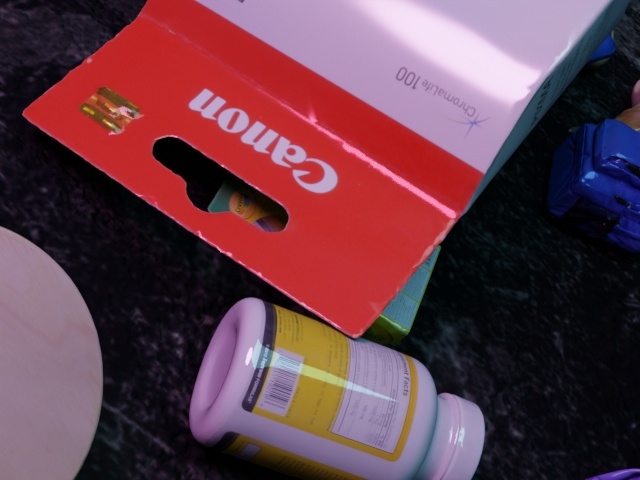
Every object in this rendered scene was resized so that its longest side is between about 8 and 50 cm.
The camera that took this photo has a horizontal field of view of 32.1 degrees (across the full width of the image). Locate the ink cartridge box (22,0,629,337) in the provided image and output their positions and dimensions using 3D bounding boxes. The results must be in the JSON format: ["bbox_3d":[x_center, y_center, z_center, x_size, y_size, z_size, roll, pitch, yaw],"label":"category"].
[{"bbox_3d":[0.017,-0.159,0.823,0.308,0.091,0.385,33,60,15],"label":"ink cartridge box"}]

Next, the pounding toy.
[{"bbox_3d":[-0.228,0.107,0.624,0.183,0.110,0.237,7,82,-41],"label":"pounding toy"}]

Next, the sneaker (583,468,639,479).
[{"bbox_3d":[0.258,0.208,0.853,0.170,0.071,0.068,6,54,-29],"label":"sneaker"}]

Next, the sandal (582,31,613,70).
[{"bbox_3d":[0.304,-0.322,1.275,0.120,0.086,0.303,15,51,-19],"label":"sandal"}]

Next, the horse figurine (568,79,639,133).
[{"bbox_3d":[0.379,-0.141,1.160,0.263,0.174,0.066,-46,125,-51],"label":"horse figurine"}]

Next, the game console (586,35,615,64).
[{"bbox_3d":[0.089,-0.223,1.039,0.293,0.250,0.173,53,10,14],"label":"game console"}]

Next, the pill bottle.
[{"bbox_3d":[0.013,0.115,0.748,0.184,0.103,0.103,23,48,-16],"label":"pill bottle"}]

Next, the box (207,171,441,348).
[{"bbox_3d":[0.000,0.000,0.872,0.179,0.043,0.105,35,46,-8],"label":"box"}]

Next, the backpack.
[{"bbox_3d":[0.288,-0.047,1.048,0.120,0.101,0.098,29,53,-12],"label":"backpack"}]
